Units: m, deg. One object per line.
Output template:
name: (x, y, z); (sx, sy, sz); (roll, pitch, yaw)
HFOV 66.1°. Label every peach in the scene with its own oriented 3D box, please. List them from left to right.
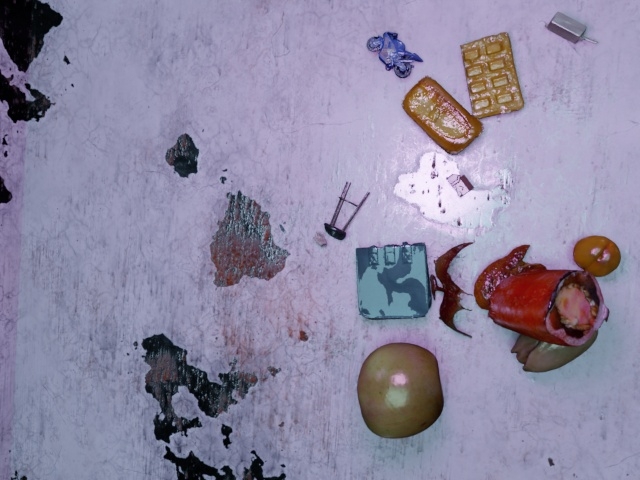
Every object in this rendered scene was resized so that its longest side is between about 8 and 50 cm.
peach: (0.897, 0.047, 1.595); (0.138, 0.138, 0.138); (1, 92, 16)

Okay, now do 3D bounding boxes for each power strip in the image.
power strip: (0.827, -0.687, 1.614); (0.175, 0.075, 0.042); (35, 101, 10)

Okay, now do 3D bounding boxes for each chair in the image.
chair: (0.083, -0.110, 1.834); (0.104, 0.095, 0.221); (28, 100, 25)

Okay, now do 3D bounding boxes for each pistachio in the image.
pistachio: (0.780, 0.329, 1.625); (0.293, 0.181, 0.162); (-39, 45, 11)

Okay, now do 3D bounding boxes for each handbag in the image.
handbag: (0.269, 0.146, 1.795); (0.269, 0.100, 0.274); (-7, 89, 20)

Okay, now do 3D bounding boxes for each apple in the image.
apple: (0.284, 0.511, 1.692); (0.277, 0.319, 0.319); (-11, 89, 24)

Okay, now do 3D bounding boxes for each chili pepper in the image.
chili pepper: (0.682, 0.183, 1.530); (0.229, 0.305, 0.251); (42, 78, -22)

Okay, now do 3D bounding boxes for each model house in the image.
model house: (0.493, -0.203, 1.736); (0.058, 0.057, 0.083); (-36, 81, 19)

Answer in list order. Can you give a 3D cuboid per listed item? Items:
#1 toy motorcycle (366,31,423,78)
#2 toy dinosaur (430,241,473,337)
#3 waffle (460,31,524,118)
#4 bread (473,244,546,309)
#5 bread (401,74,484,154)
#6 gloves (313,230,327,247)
toy motorcycle: (0.265, -0.680, 1.777); (0.114, 0.076, 0.205); (-45, 81, 6)
toy dinosaur: (0.480, 0.190, 1.718); (0.113, 0.206, 0.327); (-14, 81, -23)
waffle: (0.587, -0.560, 1.695); (0.168, 0.057, 0.274); (-12, 89, 15)
bread: (0.639, 0.129, 1.689); (0.269, 0.095, 0.139); (-41, 89, 9)
bread: (0.421, -0.429, 1.717); (0.152, 0.119, 0.288); (-44, 80, 9)
gloves: (-0.001, 0.000, 1.890); (0.044, 0.037, 0.081); (-13, 70, -19)
